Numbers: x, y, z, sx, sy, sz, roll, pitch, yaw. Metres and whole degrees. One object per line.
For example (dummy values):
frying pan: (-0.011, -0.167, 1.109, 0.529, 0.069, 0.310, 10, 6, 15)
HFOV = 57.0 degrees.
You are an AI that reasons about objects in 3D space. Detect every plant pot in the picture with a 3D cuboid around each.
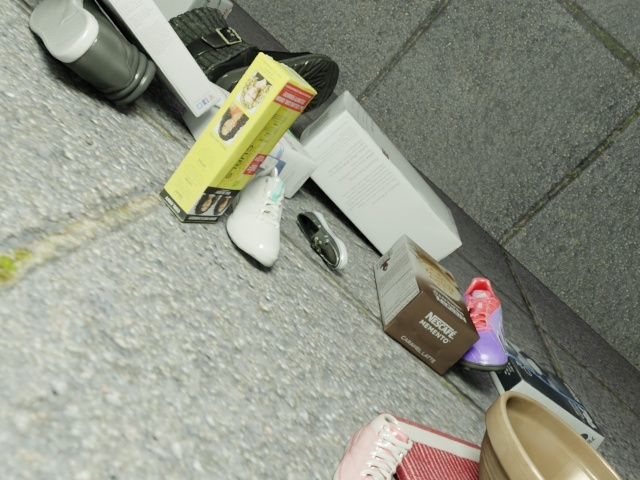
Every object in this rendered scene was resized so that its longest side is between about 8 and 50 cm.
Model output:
plant pot: (0.261, 0.299, 0.672, 0.237, 0.110, 0.237, 34, 19, -14)

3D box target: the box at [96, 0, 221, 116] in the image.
box: (-0.304, -0.364, 0.946, 0.232, 0.058, 0.322, 42, -11, 50)

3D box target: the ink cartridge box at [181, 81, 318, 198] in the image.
ink cartridge box: (-0.129, -0.183, 1.088, 0.212, 0.093, 0.154, 21, 27, -53)

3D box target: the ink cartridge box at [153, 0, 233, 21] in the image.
ink cartridge box: (-0.321, -0.558, 1.442, 0.087, 0.153, 0.208, 42, 17, 2)

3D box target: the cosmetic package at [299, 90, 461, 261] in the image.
cosmetic package: (0.128, -0.120, 1.306, 0.385, 0.156, 0.217, 44, 21, -17)

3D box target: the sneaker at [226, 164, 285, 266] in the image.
sneaker: (-0.084, -0.049, 0.875, 0.080, 0.094, 0.212, 34, 20, -29)

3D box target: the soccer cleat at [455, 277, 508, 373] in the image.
soccer cleat: (0.304, 0.159, 1.135, 0.108, 0.117, 0.318, 8, 11, 11)

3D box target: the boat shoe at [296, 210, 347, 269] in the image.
boat shoe: (0.000, 0.000, 1.030, 0.040, 0.049, 0.142, 3, 38, -35)

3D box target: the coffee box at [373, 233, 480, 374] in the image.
coffee box: (0.185, 0.107, 1.077, 0.141, 0.098, 0.246, 38, 19, -15)

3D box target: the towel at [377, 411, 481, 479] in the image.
towel: (0.193, 0.351, 0.649, 0.237, 0.037, 0.329, 29, 21, -31)

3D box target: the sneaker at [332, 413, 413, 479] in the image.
sneaker: (0.055, 0.222, 0.591, 0.051, 0.070, 0.134, 43, 19, -5)

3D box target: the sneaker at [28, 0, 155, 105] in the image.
sneaker: (-0.349, -0.301, 0.910, 0.147, 0.104, 0.296, 44, 6, -46)

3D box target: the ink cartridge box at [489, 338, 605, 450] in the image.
ink cartridge box: (0.483, 0.335, 1.249, 0.332, 0.065, 0.165, 36, 18, -22)

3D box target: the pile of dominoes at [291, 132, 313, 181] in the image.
pile of dominoes: (-0.087, -0.226, 1.403, 0.251, 0.040, 0.196, 42, 16, 24)

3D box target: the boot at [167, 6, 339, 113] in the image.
boot: (-0.151, -0.392, 1.274, 0.348, 0.131, 0.260, -17, 52, -41)

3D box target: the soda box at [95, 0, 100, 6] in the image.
soda box: (-0.454, -0.553, 1.284, 0.074, 0.069, 0.216, 42, 19, -4)

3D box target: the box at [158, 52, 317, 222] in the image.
box: (-0.109, -0.127, 0.773, 0.058, 0.232, 0.087, 45, 17, 18)
